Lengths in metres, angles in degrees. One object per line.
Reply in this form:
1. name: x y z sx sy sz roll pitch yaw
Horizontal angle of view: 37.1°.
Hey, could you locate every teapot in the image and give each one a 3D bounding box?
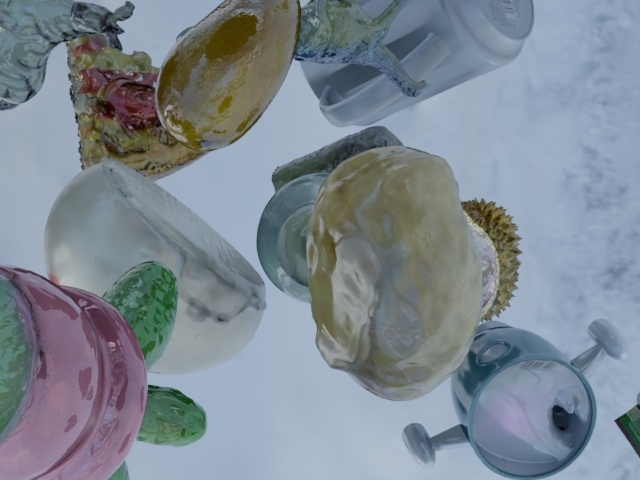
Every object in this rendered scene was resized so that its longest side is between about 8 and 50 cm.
1. teapot: 0.000 0.000 1.254 0.183 0.251 0.183 0 92 1

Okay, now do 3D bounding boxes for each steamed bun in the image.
1. steamed bun: -0.268 0.060 1.467 0.241 0.374 0.374 -48 56 6

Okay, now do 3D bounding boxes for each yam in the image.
1. yam: 0.051 -0.123 2.108 0.300 0.195 0.195 -21 78 33

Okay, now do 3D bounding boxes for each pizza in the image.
1. pizza: -0.401 -0.309 1.961 0.406 0.440 0.130 50 129 4

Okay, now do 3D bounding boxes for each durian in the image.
1. durian: 0.340 0.038 1.903 0.183 0.138 0.249 11 105 50

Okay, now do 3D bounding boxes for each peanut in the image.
1. peanut: 0.047 0.017 0.607 0.140 0.109 0.159 43 137 42

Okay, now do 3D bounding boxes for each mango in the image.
1. mango: -0.084 -0.184 0.945 0.136 0.099 0.227 -13 40 43

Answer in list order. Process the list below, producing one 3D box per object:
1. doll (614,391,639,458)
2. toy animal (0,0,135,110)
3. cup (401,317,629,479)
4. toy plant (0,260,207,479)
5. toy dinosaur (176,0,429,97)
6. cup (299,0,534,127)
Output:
1. doll: 0.529 0.254 1.411 0.106 0.186 0.134 59 172 24
2. toy animal: -0.303 -0.199 0.979 0.217 0.176 0.073 -48 30 47
3. cup: 0.237 0.184 1.192 0.167 0.300 0.173 60 -178 -20
4. toy plant: -0.244 0.127 0.913 0.210 0.356 0.317 3 73 24
5. toy dinosaur: 0.011 -0.256 1.145 0.076 0.363 0.147 55 131 42
6. cup: 0.138 -0.318 1.509 0.327 0.323 0.237 -19 123 42
